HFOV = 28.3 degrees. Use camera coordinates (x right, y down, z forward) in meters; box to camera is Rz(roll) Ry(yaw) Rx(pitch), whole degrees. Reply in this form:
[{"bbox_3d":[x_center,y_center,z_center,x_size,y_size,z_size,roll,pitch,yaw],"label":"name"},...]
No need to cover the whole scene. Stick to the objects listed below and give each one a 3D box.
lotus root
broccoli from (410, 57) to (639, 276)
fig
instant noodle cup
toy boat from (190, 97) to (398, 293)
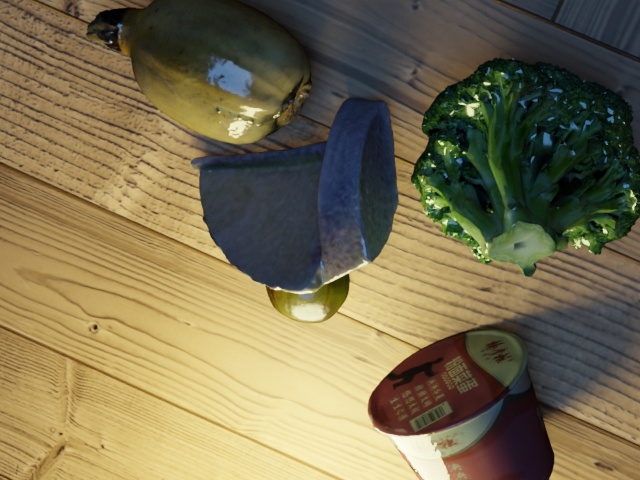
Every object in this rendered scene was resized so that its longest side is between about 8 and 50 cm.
[{"bbox_3d":[-0.164,-0.243,1.679,0.310,0.183,0.182,26,112,9],"label":"lotus root"},{"bbox_3d":[0.262,-0.080,1.590,0.308,0.275,0.308,1,134,1],"label":"broccoli"},{"bbox_3d":[0.000,0.000,1.756,0.124,0.124,0.236,19,97,6],"label":"fig"},{"bbox_3d":[0.205,0.257,1.740,0.235,0.235,0.178,-20,113,18],"label":"instant noodle cup"},{"bbox_3d":[-0.022,-0.043,1.691,0.293,0.276,0.111,-25,143,21],"label":"toy boat"}]
